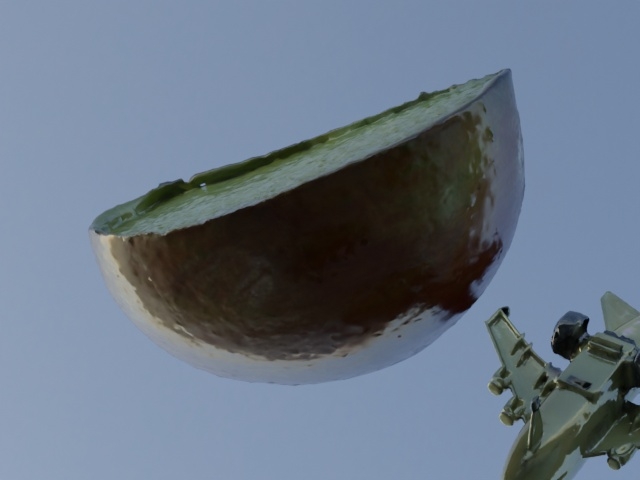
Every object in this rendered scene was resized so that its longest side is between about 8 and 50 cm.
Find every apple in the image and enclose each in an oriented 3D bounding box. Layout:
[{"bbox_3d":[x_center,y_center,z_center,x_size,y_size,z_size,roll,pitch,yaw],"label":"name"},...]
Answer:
[{"bbox_3d":[0.000,0.000,1.465,0.346,0.179,0.254,-18,-24,16],"label":"apple"}]

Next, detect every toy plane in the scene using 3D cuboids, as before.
[{"bbox_3d":[0.212,0.124,1.534,0.242,0.256,0.104,22,-55,29],"label":"toy plane"}]
